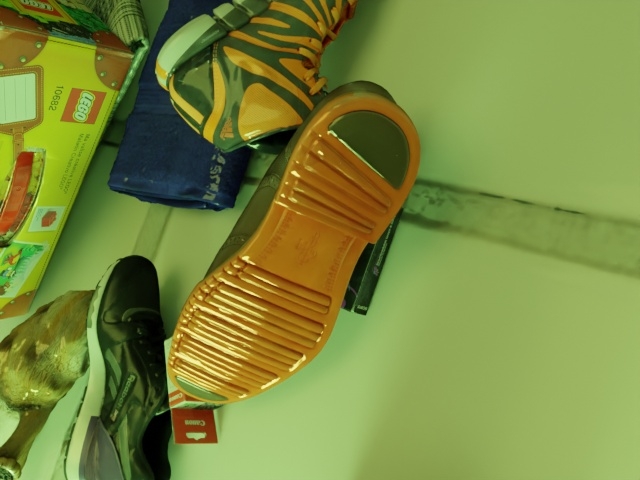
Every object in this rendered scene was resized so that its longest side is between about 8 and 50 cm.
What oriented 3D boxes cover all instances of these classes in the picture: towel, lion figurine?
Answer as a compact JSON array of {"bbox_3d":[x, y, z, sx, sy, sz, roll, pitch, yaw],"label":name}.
[{"bbox_3d":[-0.383,-0.303,0.989,0.324,0.056,0.312,-47,50,36],"label":"towel"},{"bbox_3d":[-0.418,0.237,0.819,0.392,0.142,0.240,-42,19,29],"label":"lion figurine"},{"bbox_3d":[-0.154,-0.191,0.803,0.228,0.076,0.308,11,82,34],"label":"towel"}]

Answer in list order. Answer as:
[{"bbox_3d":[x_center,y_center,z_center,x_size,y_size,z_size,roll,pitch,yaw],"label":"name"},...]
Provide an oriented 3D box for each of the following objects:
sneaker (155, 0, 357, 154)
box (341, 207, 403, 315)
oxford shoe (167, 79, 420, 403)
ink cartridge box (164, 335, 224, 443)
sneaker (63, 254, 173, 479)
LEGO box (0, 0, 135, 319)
[{"bbox_3d":[-0.005,-0.210,0.662,0.321,0.124,0.180,-39,81,0],"label":"sneaker"},{"bbox_3d":[0.000,0.000,0.633,0.162,0.029,0.116,19,88,43],"label":"box"},{"bbox_3d":[-0.032,0.013,0.582,0.363,0.130,0.132,-53,18,22],"label":"oxford shoe"},{"bbox_3d":[-0.135,0.163,0.665,0.029,0.063,0.115,-31,58,31],"label":"ink cartridge box"},{"bbox_3d":[-0.206,0.159,0.719,0.124,0.107,0.283,-1,78,24],"label":"sneaker"},{"bbox_3d":[-0.541,-0.174,0.912,0.372,0.193,0.500,46,118,24],"label":"LEGO box"}]
